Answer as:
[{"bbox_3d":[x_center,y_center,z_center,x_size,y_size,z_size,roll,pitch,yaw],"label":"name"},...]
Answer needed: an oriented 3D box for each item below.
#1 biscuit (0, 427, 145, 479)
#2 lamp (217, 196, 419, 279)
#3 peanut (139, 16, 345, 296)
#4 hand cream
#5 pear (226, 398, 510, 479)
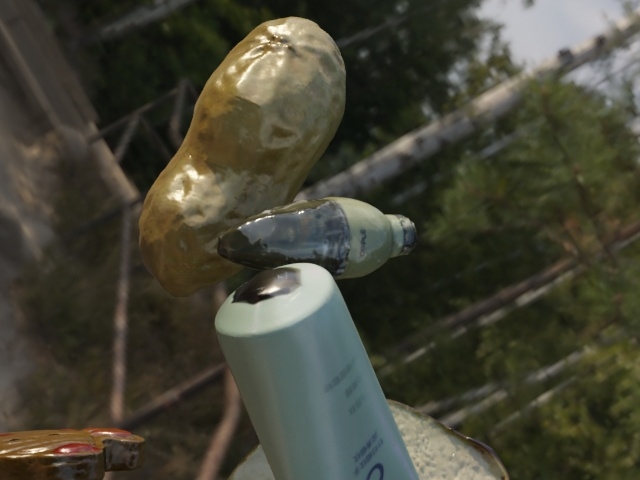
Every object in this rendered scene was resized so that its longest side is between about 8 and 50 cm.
[{"bbox_3d":[-0.443,0.326,1.859,0.381,0.359,0.074,-12,-97,48],"label":"biscuit"},{"bbox_3d":[0.000,0.000,1.405,0.101,0.250,0.101,10,-78,57],"label":"lamp"},{"bbox_3d":[-0.093,-0.104,1.522,0.169,0.387,0.192,25,-13,8],"label":"peanut"},{"bbox_3d":[0.020,0.154,0.728,0.067,0.109,0.321,5,-53,39],"label":"hand cream"},{"bbox_3d":[0.048,0.387,1.607,0.191,0.386,0.340,119,-30,-63],"label":"pear"}]
